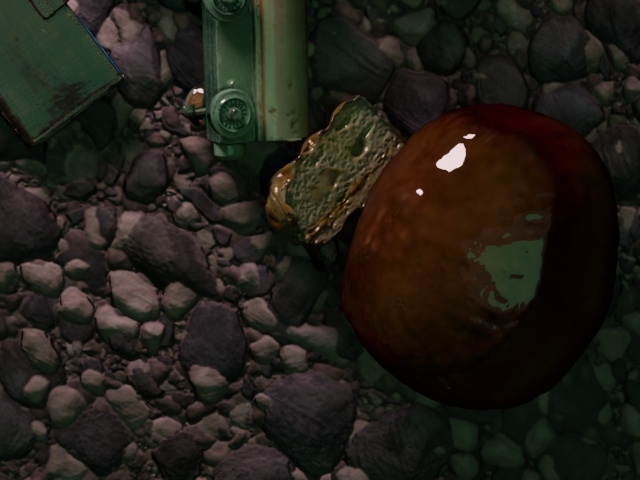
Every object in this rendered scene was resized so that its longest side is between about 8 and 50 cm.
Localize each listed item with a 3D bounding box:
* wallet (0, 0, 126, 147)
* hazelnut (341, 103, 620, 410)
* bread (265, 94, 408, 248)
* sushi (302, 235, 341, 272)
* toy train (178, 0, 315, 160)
[{"bbox_3d":[-0.410,-0.288,1.895,0.169,0.044,0.317,-37,106,1],"label":"wallet"},{"bbox_3d":[0.235,0.026,1.959,0.421,0.352,0.421,-2,94,-37],"label":"hazelnut"},{"bbox_3d":[0.015,-0.095,2.002,0.232,0.088,0.128,-49,120,-16],"label":"bread"},{"bbox_3d":[0.000,0.000,2.058,0.046,0.044,0.083,-32,110,-27],"label":"sushi"},{"bbox_3d":[-0.089,-0.252,1.950,0.177,0.116,0.285,-7,103,-24],"label":"toy train"}]
